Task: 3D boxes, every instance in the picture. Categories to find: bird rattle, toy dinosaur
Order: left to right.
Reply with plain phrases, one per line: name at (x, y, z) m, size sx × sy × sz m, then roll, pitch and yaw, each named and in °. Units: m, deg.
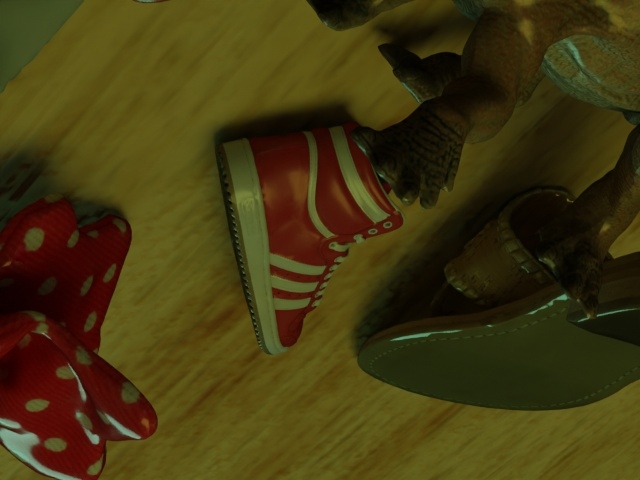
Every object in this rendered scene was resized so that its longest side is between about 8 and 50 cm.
bird rattle at (-0.191, 0.043, 0.561) m, size 0.207 × 0.143 × 0.253 m, roll -31°, pitch 160°, yaw 34°
toy dinosaur at (0.108, -0.093, 0.500) m, size 0.200 × 0.127 × 0.296 m, roll -39°, pitch 149°, yaw 13°

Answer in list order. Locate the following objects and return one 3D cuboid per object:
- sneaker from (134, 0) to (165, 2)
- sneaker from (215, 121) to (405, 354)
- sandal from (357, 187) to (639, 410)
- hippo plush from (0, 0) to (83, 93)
sneaker at (-0.070, -0.111, 0.236) m, size 0.088 × 0.092 × 0.225 m, roll -26°, pitch 139°, yaw 8°
sneaker at (0.000, 0.000, 0.633) m, size 0.067 × 0.042 × 0.118 m, roll -14°, pitch 144°, yaw -5°
sandal at (0.102, 0.015, 0.675) m, size 0.088 × 0.079 × 0.240 m, roll 24°, pitch 161°, yaw -21°
hippo plush at (-0.143, 0.069, 0.281) m, size 0.234 × 0.236 × 0.294 m, roll -41°, pitch 158°, yaw 20°
